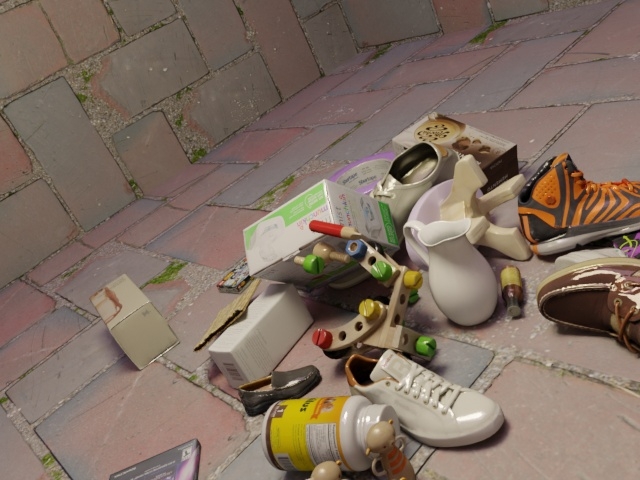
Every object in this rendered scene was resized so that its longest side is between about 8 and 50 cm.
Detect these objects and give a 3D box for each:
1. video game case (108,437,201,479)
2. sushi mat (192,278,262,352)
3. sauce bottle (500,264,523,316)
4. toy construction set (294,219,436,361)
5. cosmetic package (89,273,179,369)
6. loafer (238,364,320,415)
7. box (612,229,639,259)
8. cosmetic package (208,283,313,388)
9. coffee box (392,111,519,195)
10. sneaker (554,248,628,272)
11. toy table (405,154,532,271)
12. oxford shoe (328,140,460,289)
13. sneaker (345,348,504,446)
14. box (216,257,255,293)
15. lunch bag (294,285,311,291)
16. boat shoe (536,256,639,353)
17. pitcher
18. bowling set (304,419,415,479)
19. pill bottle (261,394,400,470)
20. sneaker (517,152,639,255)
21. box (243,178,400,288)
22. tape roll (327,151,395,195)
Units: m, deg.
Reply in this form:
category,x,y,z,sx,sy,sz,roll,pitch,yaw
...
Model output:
category,x,y,z,sx,sy,sz,roll,pitch,yaw
video game case,-0.314,0.492,1.114,0.196,0.026,0.274,-24,24,5
sushi mat,-0.219,0.173,1.504,0.151,0.019,0.316,-42,6,7
sauce bottle,0.370,0.097,1.204,0.042,0.042,0.128,-15,25,23
toy construction set,0.113,0.103,1.166,0.237,0.309,0.257,12,52,47
cosmetic package,-0.516,0.214,1.704,0.129,0.153,0.296,-37,25,-18
loafer,-0.084,0.288,1.244,0.170,0.061,0.062,-26,24,-2
box,0.621,0.023,1.125,0.116,0.029,0.162,-23,26,8
cosmetic package,-0.127,0.208,1.379,0.085,0.117,0.231,-4,31,42
coffee box,0.354,-0.215,1.650,0.168,0.119,0.297,-34,42,-19
sneaker,0.529,0.049,1.114,0.094,0.080,0.212,-24,21,-19
toy table,0.324,-0.048,1.338,0.161,0.252,0.274,-22,28,53
oxford shoe,0.153,-0.071,1.508,0.449,0.130,0.169,-47,47,5
sneaker,0.152,0.250,1.022,0.290,0.123,0.106,0,34,42
box,-0.223,0.099,1.790,0.094,0.027,0.137,-2,34,44
lunch bag,-0.033,0.086,1.604,0.083,0.053,0.071,-49,30,-23
boat shoe,0.504,0.109,0.967,0.341,0.123,0.123,-1,33,32
pitcher,0.249,0.054,1.209,0.125,0.207,0.177,-35,26,-19
bowling set,0.068,0.377,0.814,0.287,0.154,0.199,-41,28,-28
pill bottle,0.017,0.317,1.023,0.214,0.117,0.117,-11,28,29
sneaker,0.549,-0.101,1.231,0.321,0.180,0.124,-20,8,11
box,0.000,0.000,1.392,0.262,0.231,0.127,-29,61,35
tape roll,0.144,-0.162,1.877,0.274,0.090,0.275,-21,25,10
